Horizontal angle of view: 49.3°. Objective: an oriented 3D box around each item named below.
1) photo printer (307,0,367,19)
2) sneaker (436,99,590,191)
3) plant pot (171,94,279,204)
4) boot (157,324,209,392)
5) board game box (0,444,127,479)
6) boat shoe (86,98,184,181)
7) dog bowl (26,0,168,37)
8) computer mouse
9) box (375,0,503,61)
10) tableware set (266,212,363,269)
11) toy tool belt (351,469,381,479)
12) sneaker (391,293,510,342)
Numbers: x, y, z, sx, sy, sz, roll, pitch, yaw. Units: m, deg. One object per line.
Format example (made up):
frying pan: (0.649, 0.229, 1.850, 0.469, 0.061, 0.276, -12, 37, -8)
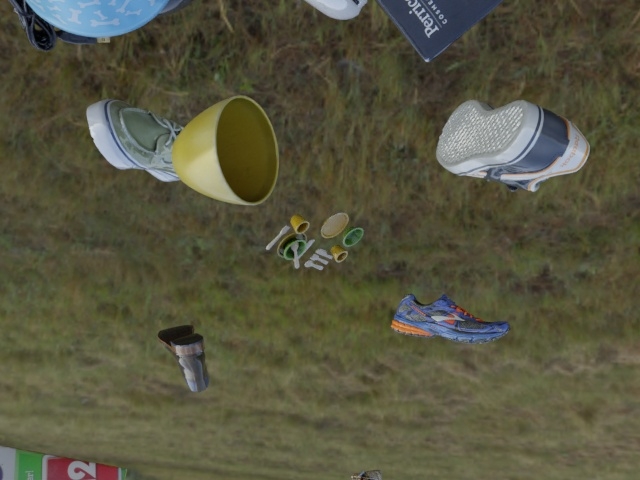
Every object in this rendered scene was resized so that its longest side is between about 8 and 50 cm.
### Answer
photo printer: (-0.060, -0.536, 1.305, 0.307, 0.107, 0.256, 41, -166, 24)
sneaker: (0.284, -0.142, 1.075, 0.128, 0.126, 0.321, 21, -174, -13)
plant pot: (-0.128, -0.107, 0.872, 0.095, 0.134, 0.134, -5, 163, 29)
boot: (-0.284, 0.240, 1.447, 0.082, 0.106, 0.219, -14, -171, -20)
board game box: (-0.345, 0.275, 0.718, 0.260, 0.124, 0.039, 15, 151, -13)
boat shoe: (-0.269, -0.167, 1.136, 0.094, 0.109, 0.302, -14, 173, 11)
dog bowl: (-0.213, -0.350, 0.661, 0.166, 0.297, 0.074, 7, 177, -2)
computer mouse: (-0.261, -0.293, 0.893, 0.262, 0.060, 0.184, -12, 169, -15)
box: (0.108, -0.404, 0.635, 0.313, 0.179, 0.343, -38, 109, 16)
tableware set: (0.000, 0.000, 1.003, 0.104, 0.024, 0.154, -47, 146, 12)
toy tool belt: (0.071, 0.406, 1.130, 0.051, 0.052, 0.083, 1, -162, 10)
sneaker: (0.245, 0.146, 1.317, 0.221, 0.087, 0.083, 6, 173, 15)
